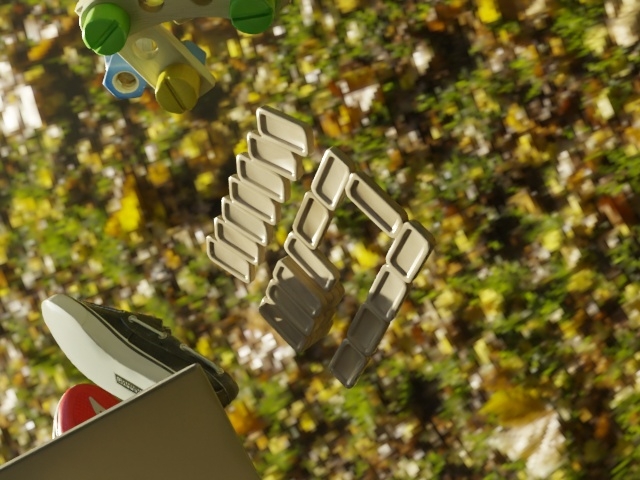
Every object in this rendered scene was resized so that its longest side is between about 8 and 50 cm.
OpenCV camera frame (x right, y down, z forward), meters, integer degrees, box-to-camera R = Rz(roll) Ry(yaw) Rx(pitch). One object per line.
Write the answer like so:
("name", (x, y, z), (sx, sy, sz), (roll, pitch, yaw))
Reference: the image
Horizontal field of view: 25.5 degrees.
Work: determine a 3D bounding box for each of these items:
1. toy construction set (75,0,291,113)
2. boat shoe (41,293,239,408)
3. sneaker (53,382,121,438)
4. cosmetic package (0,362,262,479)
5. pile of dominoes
("toy construction set", (-0.126, -0.233, 0.882), (0.215, 0.328, 0.151), (-21, 48, 19))
("boat shoe", (-0.174, 0.109, 1.351), (0.219, 0.070, 0.078), (31, 141, 26))
("sneaker", (-0.222, 0.266, 1.567), (0.118, 0.107, 0.279), (108, 144, -51))
("cosmetic package", (-0.155, 0.165, 0.742), (0.107, 0.238, 0.127), (60, 145, 1))
("pile of dominoes", (0.000, 0.000, 1.212), (0.196, 0.040, 0.251), (45, 144, 15))
